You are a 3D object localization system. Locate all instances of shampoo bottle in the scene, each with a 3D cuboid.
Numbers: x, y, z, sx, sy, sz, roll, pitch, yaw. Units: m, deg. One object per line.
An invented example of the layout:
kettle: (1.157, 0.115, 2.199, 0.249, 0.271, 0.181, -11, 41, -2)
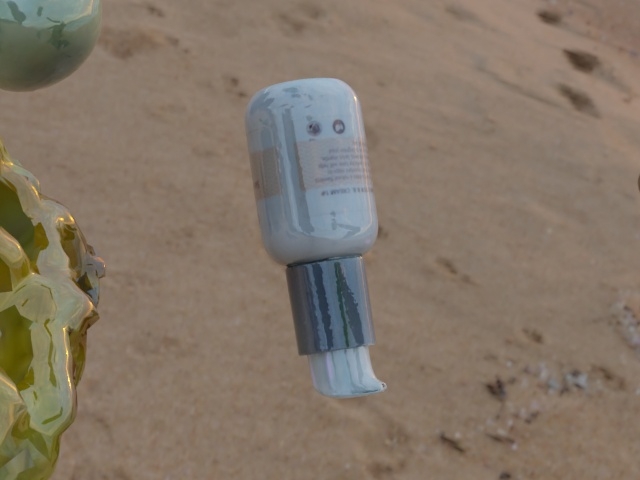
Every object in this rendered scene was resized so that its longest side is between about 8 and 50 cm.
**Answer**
shampoo bottle: (0.000, 0.000, 0.799, 0.074, 0.192, 0.074, -8, -3, 0)

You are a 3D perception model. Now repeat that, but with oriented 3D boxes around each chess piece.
chess piece: (-0.238, -0.213, 0.889, 0.144, 0.144, 0.251, -21, 72, -47)

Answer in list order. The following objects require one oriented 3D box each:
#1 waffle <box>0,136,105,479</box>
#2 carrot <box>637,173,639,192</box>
waffle: (-0.199, -0.031, 0.358, 0.324, 0.151, 0.261, 59, 19, 12)
carrot: (0.217, 0.005, 0.662, 0.248, 0.059, 0.059, 23, 16, -51)
